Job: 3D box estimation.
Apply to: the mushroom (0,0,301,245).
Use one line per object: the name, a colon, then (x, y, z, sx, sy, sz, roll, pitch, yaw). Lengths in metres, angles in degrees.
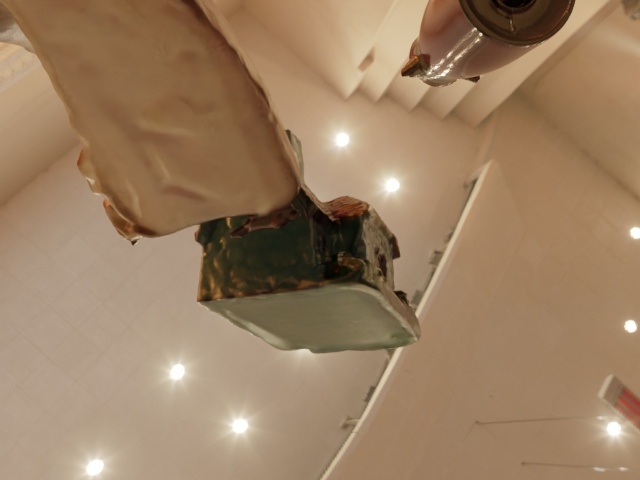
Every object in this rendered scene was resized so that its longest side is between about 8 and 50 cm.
mushroom: (-0.193, -0.216, 0.578, 0.225, 0.397, 0.313, -20, -129, 8)

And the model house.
model house: (0.000, 0.000, 0.804, 0.230, 0.280, 0.248, -7, -117, 20)

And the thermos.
thermos: (0.211, -0.289, 0.784, 0.177, 0.265, 0.145, -26, -88, -7)
